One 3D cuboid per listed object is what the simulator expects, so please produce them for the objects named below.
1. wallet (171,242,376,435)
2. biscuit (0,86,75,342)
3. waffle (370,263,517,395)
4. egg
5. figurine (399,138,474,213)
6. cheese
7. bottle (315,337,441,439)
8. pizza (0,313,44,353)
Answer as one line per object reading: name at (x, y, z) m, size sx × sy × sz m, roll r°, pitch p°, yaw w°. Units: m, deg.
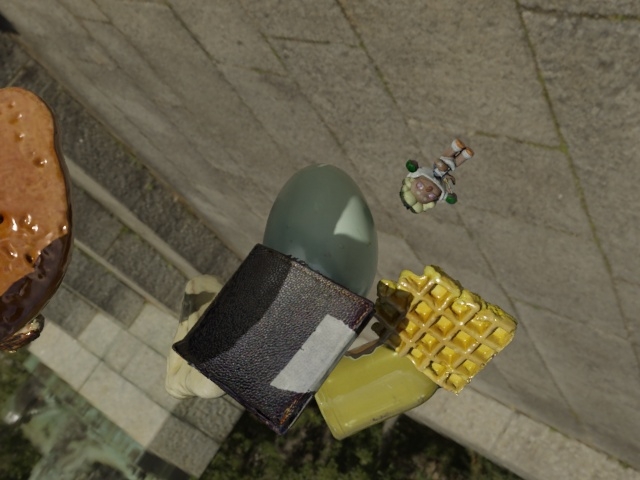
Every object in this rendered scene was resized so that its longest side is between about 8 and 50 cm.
wallet at (-0.071, 0.133, 1.022) m, size 0.262 × 0.221 × 0.071 m, roll 23°, pitch 157°, yaw 43°
biscuit at (-0.494, -0.036, 0.738) m, size 0.455 × 0.350 × 0.078 m, roll 18°, pitch 173°, yaw -11°
waffle at (0.178, 0.125, 1.103) m, size 0.211 × 0.160 × 0.055 m, roll 36°, pitch -152°, yaw -2°
egg at (0.000, 0.000, 1.399) m, size 0.229 × 0.371 × 0.230 m, roll 1°, pitch 144°, yaw 1°
figurine at (0.256, -0.139, 1.572) m, size 0.147 × 0.093 × 0.197 m, roll 38°, pitch 130°, yaw -10°
cheese at (-0.280, 0.303, 1.696) m, size 0.129 × 0.351 × 0.328 m, roll 7°, pitch -155°, yaw -25°
bottle at (0.163, 0.282, 1.510) m, size 0.171 × 0.351 × 0.172 m, roll -24°, pitch -90°, yaw -89°
pizza at (-0.609, 0.167, 1.250) m, size 0.147 × 0.226 × 0.069 m, roll 134°, pitch 124°, yaw -63°
